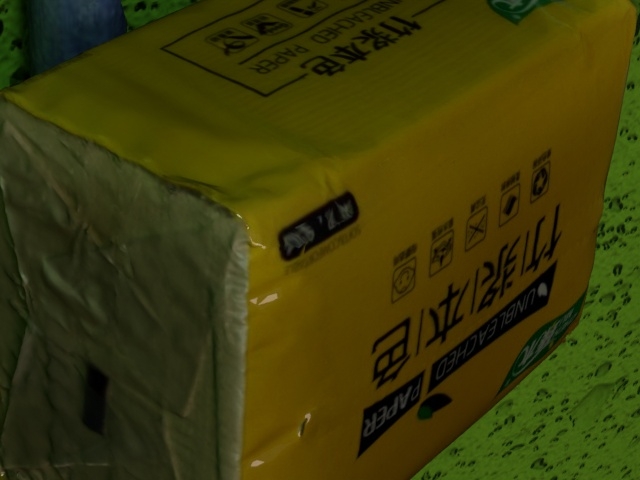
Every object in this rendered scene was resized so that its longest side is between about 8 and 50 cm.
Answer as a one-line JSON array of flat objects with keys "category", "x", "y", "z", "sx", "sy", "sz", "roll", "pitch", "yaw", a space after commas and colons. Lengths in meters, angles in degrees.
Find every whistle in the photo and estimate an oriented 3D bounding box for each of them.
[{"category": "whistle", "x": -0.146, "y": -0.081, "z": 1.013, "sx": 0.062, "sy": 0.062, "sz": 0.304, "roll": -21, "pitch": 133, "yaw": -30}]

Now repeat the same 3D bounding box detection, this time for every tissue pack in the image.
[{"category": "tissue pack", "x": 0.000, "y": 0.000, "z": 1.022, "sx": 0.382, "sy": 0.228, "sz": 0.293, "roll": -34, "pitch": 139, "yaw": -44}]
